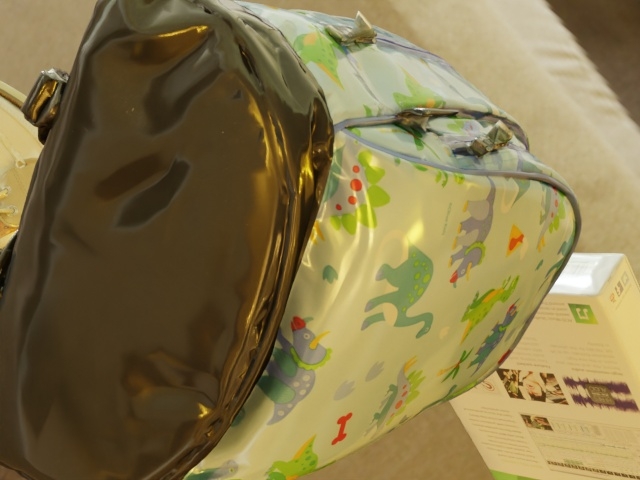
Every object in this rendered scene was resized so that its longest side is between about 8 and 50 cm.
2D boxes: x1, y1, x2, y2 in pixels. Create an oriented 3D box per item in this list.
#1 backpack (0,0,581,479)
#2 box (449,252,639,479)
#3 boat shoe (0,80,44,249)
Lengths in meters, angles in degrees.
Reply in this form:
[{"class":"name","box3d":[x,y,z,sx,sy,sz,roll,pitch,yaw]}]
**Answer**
[{"class":"backpack","box3d":[0.000,0.000,0.754,0.273,0.290,0.355,27,18,12]},{"class":"box","box3d":[0.219,0.144,1.111,0.058,0.232,0.322,-49,123,-32]},{"class":"boat shoe","box3d":[-0.277,-0.033,1.163,0.302,0.113,0.103,47,41,-14]}]
